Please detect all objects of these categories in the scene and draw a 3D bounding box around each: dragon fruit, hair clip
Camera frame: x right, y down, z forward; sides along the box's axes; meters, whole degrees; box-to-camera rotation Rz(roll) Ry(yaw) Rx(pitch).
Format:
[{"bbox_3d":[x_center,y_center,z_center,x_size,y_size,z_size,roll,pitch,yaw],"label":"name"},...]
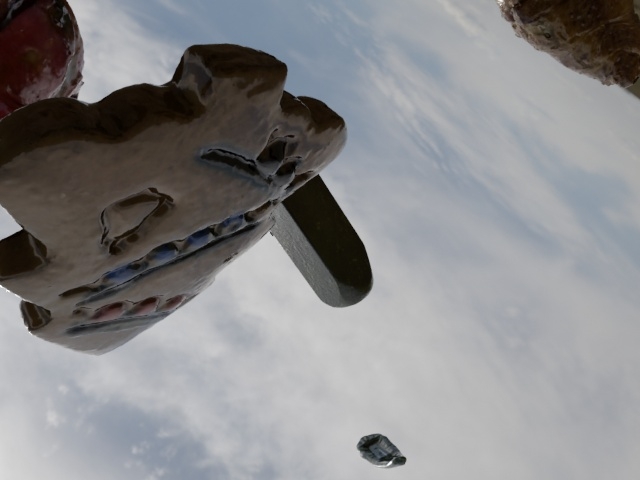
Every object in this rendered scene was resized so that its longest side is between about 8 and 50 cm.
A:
[{"bbox_3d":[-0.273,-0.103,0.477,0.189,0.262,0.162,11,-103,-65],"label":"dragon fruit"},{"bbox_3d":[0.119,0.398,1.246,0.229,0.066,0.036,150,100,-76],"label":"hair clip"}]

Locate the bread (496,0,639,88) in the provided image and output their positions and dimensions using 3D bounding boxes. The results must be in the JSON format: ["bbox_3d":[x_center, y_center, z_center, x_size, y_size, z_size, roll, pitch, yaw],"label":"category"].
[{"bbox_3d":[0.217,-0.231,0.617,0.233,0.105,0.076,44,-169,-22],"label":"bread"}]

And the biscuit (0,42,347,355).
[{"bbox_3d":[-0.107,-0.006,0.473,0.278,0.301,0.043,-18,-118,-44],"label":"biscuit"}]

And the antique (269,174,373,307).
[{"bbox_3d":[0.000,0.000,0.992,0.081,0.080,0.220,-45,-71,-30],"label":"antique"}]
